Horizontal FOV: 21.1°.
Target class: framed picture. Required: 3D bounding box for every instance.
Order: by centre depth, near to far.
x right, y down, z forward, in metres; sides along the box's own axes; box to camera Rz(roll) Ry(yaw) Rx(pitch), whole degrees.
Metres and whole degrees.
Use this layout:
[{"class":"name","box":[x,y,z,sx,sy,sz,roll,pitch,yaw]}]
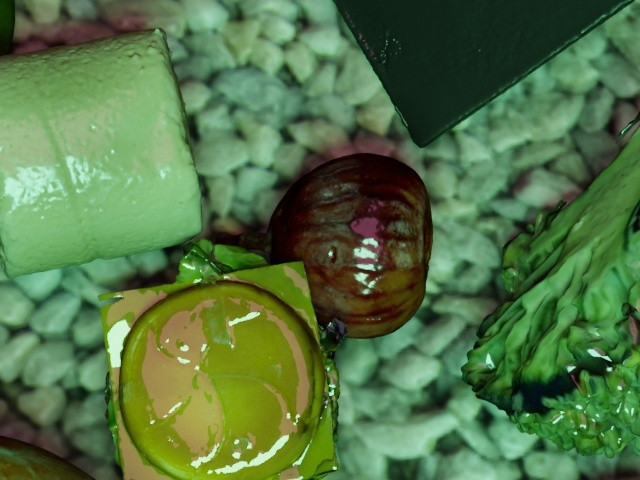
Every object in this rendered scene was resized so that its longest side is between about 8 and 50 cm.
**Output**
[{"class":"framed picture","box":[0.134,-0.252,1.215,0.324,0.013,0.244,-34,77,26]}]

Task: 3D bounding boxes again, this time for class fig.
[{"class":"fig","box":[0.016,-0.006,1.177,0.150,0.128,0.128,38,70,20]}]

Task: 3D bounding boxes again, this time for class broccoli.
[{"class":"broccoli","box":[0.239,0.044,1.152,0.180,0.242,0.273,41,76,-18]}]

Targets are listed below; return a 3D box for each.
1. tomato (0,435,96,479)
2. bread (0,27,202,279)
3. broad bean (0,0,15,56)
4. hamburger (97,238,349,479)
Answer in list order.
[{"class":"tomato","box":[-0.218,0.246,1.000,0.270,0.223,0.270,4,82,-27]},{"class":"bread","box":[-0.157,-0.059,1.150,0.141,0.134,0.148,-12,101,-14]},{"class":"broad bean","box":[-0.254,-0.117,1.205,0.061,0.046,0.195,29,71,-2]},{"class":"hamburger","box":[-0.063,0.095,1.130,0.164,0.093,0.189,2,84,3]}]
